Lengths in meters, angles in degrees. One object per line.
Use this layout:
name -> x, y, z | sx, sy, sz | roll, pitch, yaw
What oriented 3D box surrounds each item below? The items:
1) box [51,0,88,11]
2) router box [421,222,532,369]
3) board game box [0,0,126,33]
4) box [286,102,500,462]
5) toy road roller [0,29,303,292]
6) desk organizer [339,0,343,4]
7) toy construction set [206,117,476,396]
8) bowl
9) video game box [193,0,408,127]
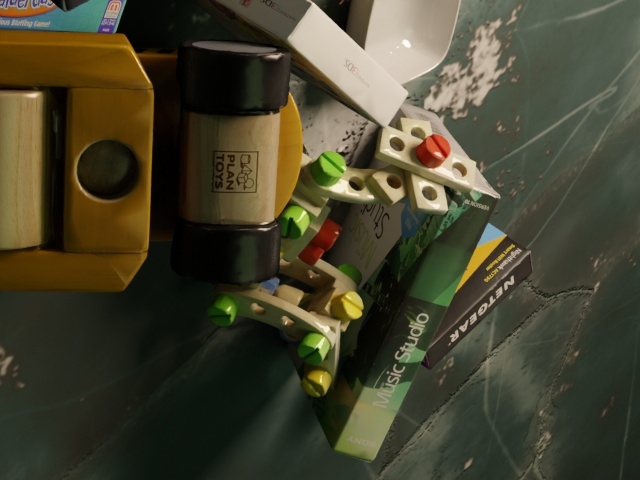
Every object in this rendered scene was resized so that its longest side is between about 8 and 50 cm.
box -> -0.156, -0.341, 1.296 | 0.296, 0.294, 0.182 | -33, 142, -29
router box -> 0.136, 0.047, 2.190 | 0.179, 0.133, 0.046 | -43, 147, -19
board game box -> -0.268, -0.208, 1.401 | 0.210, 0.160, 0.047 | -5, 123, -51
box -> 0.069, 0.040, 2.018 | 0.058, 0.232, 0.322 | 16, 109, -20
toy road roller -> -0.179, -0.080, 1.623 | 0.330, 0.240, 0.202 | 0, 103, -12
desk organizer -> 0.040, -0.294, 1.821 | 0.130, 0.050, 0.047 | -55, -175, -28
toy construction set -> 0.000, 0.000, 1.877 | 0.327, 0.215, 0.151 | -52, -174, 36
bowl -> 0.077, -0.228, 1.931 | 0.142, 0.053, 0.142 | -25, 137, -38
video game box -> -0.038, -0.190, 1.690 | 0.048, 0.187, 0.205 | -54, 149, 0
